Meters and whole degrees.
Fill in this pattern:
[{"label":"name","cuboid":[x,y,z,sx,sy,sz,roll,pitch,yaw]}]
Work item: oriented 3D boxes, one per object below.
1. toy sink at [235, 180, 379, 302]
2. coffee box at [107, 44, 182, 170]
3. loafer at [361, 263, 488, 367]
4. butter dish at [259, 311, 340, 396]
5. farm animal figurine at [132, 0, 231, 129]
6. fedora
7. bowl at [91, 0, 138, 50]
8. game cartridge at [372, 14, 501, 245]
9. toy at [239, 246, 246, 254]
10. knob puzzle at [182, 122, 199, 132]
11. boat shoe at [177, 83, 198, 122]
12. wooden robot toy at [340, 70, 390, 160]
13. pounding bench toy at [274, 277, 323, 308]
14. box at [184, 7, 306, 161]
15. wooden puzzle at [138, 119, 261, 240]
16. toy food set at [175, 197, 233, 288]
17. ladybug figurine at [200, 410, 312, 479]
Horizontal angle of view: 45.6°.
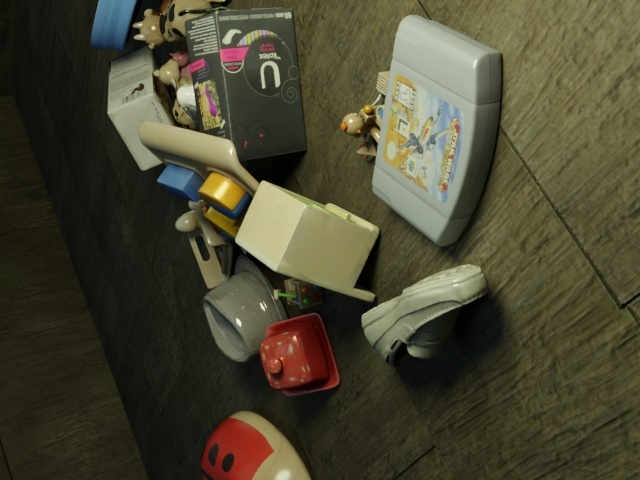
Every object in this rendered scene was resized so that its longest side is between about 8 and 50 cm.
[{"label":"toy sink","cuboid":[0.000,0.000,1.334,0.153,0.234,0.131,32,99,52]},{"label":"coffee box","cuboid":[-0.416,-0.322,1.818,0.297,0.119,0.168,-110,-3,-53]},{"label":"loafer","cuboid":[0.164,0.121,1.160,0.111,0.112,0.319,65,157,10]},{"label":"butter dish","cuboid":[-0.064,0.243,1.549,0.160,0.118,0.160,-20,84,35]},{"label":"farm animal figurine","cuboid":[-0.310,-0.442,1.672,0.327,0.172,0.330,-31,75,59]},{"label":"fedora","cuboid":[-0.181,0.176,1.733,0.275,0.124,0.243,51,146,32]},{"label":"bowl","cuboid":[-0.429,-0.617,1.733,0.391,0.077,0.391,-163,90,-74]},{"label":"game cartridge","cuboid":[0.164,-0.151,1.098,0.198,0.062,0.297,48,140,47]},{"label":"toy","cuboid":[-0.177,-0.093,1.704,0.137,0.056,0.237,52,148,30]},{"label":"knob puzzle","cuboid":[-0.330,-0.236,1.936,0.213,0.030,0.213,31,127,51]},{"label":"boat shoe","cuboid":[-0.247,-0.291,1.616,0.258,0.084,0.095,82,-170,-85]},{"label":"wooden robot toy","cuboid":[0.073,-0.186,1.210,0.076,0.079,0.173,60,147,27]},{"label":"pounding bench toy","cuboid":[-0.045,0.107,1.528,0.065,0.083,0.052,11,111,59]},{"label":"box","cuboid":[-0.141,-0.294,1.447,0.143,0.165,0.270,14,114,55]},{"label":"wooden puzzle","cuboid":[-0.184,-0.072,1.482,0.322,0.080,0.348,20,157,45]},{"label":"toy food set","cuboid":[-0.291,-0.030,1.834,0.306,0.092,0.219,109,141,-67]},{"label":"ladybug figurine","cuboid":[-0.168,0.584,1.855,0.449,0.162,0.305,9,110,59]}]
